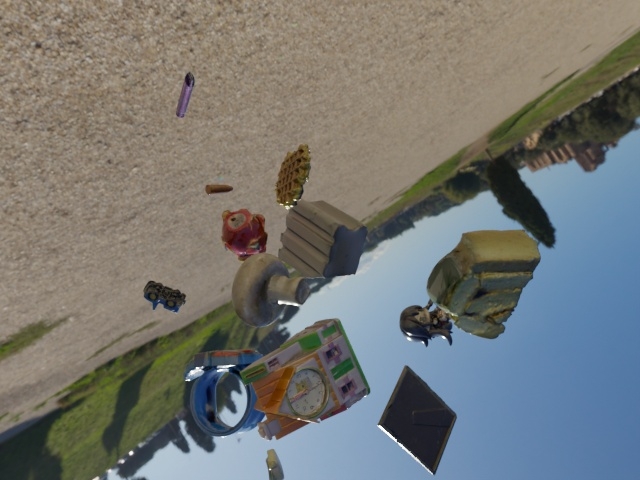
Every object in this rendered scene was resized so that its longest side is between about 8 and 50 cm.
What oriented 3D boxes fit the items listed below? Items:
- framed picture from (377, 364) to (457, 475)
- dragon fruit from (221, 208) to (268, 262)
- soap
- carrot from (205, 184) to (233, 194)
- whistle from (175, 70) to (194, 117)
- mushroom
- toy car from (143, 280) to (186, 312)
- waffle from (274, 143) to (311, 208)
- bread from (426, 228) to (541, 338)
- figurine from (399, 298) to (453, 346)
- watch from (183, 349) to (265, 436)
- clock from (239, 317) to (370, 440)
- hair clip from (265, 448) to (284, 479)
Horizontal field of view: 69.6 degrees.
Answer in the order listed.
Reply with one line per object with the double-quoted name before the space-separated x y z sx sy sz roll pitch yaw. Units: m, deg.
"framed picture" 0.302 0.541 1.390 0.019 0.281 0.209 -15 -147 52
"dragon fruit" -0.342 -0.029 2.081 0.224 0.224 0.227 -33 146 -20
"soap" 0.000 0.000 2.308 0.212 0.350 0.435 1 -161 -37
"carrot" -0.453 -0.231 2.079 0.048 0.048 0.139 -36 164 37
"whistle" -0.422 -0.449 1.435 0.033 0.033 0.176 -32 170 -39
"mushroom" -0.150 0.161 1.443 0.243 0.244 0.243 -34 177 -2
"toy car" -0.710 0.265 2.086 0.100 0.191 0.097 -59 -168 23
"waffle" -0.119 -0.278 1.958 0.301 0.058 0.282 33 -75 63
"bread" 0.554 0.122 1.637 0.239 0.264 0.395 -103 -149 -66
"figurine" 0.493 0.378 2.097 0.265 0.197 0.175 10 -167 11
"watch" -0.338 0.512 1.548 0.305 0.275 0.241 -14 161 19
"clock" -0.048 0.382 1.229 0.309 0.235 0.166 -24 180 -31
"hair clip" -0.181 0.881 1.743 0.071 0.159 0.218 -14 -152 -2
